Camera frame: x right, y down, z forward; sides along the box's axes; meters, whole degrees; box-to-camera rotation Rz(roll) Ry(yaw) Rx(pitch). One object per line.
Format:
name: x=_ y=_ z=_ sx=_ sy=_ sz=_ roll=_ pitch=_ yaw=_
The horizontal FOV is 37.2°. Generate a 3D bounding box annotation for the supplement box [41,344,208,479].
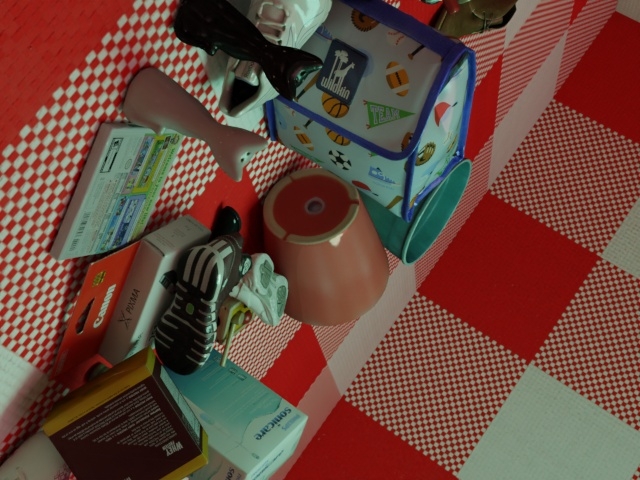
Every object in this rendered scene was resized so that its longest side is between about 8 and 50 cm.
supplement box: x=-0.313 y=0.314 z=1.555 sx=0.191 sy=0.194 sz=0.129 roll=-31 pitch=-170 yaw=-2

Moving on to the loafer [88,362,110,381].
loafer: x=-0.375 y=0.267 z=1.710 sx=0.056 sy=0.050 sz=0.148 roll=-53 pitch=162 yaw=-14

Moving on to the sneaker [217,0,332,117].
sneaker: x=-0.070 y=-0.295 z=1.393 sx=0.129 sy=0.111 sz=0.297 roll=-60 pitch=176 yaw=-47

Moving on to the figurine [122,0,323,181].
figurine: x=-0.132 y=-0.207 z=1.296 sx=0.215 sy=0.209 sz=0.092 roll=-57 pitch=162 yaw=0

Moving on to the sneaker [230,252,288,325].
sneaker: x=-0.136 y=0.090 z=1.854 sx=0.232 sy=0.115 sz=0.090 roll=70 pitch=33 yaw=-54

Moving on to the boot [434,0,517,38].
boot: x=0.367 y=-0.531 z=2.238 sx=0.305 sy=0.115 sz=0.112 roll=-43 pitch=159 yaw=-35

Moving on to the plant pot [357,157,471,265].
plant pot: x=0.160 y=-0.125 z=2.135 sx=0.271 sy=0.255 sz=0.271 roll=-50 pitch=161 yaw=-23

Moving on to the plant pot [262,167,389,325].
plant pot: x=0.000 y=0.000 z=1.949 sx=0.275 sy=0.275 sz=0.243 roll=-49 pitch=151 yaw=-24

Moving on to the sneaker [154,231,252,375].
sneaker: x=-0.182 y=0.101 z=1.625 sx=0.162 sy=0.106 sz=0.281 roll=-41 pitch=161 yaw=-50

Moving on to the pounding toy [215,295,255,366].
pounding toy: x=-0.186 y=0.155 z=1.941 sx=0.141 sy=0.100 sz=0.130 roll=-39 pitch=154 yaw=-45

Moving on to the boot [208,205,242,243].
boot: x=-0.195 y=0.003 z=1.757 sx=0.099 sy=0.045 sz=0.121 roll=-45 pitch=163 yaw=-36

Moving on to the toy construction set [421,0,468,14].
toy construction set: x=0.240 y=-0.573 z=1.730 sx=0.237 sy=0.257 sz=0.309 roll=61 pitch=31 yaw=-21

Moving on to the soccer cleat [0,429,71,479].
soccer cleat: x=-0.522 y=0.450 z=1.520 sx=0.331 sy=0.116 sz=0.143 roll=-56 pitch=160 yaw=-6

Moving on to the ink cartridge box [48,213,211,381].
ink cartridge box: x=-0.311 y=0.108 z=1.561 sx=0.239 sy=0.060 sz=0.275 roll=-34 pitch=157 yaw=-53

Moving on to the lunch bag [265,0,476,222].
lunch bag: x=0.074 y=-0.253 z=1.585 sx=0.239 sy=0.328 sz=0.385 roll=-51 pitch=163 yaw=-23

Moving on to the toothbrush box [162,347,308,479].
toothbrush box: x=-0.210 y=0.364 z=1.909 sx=0.216 sy=0.295 sz=0.126 roll=-36 pitch=152 yaw=-51

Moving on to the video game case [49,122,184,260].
video game case: x=-0.294 y=-0.075 z=1.396 sx=0.212 sy=0.023 sz=0.193 roll=-64 pitch=161 yaw=17
